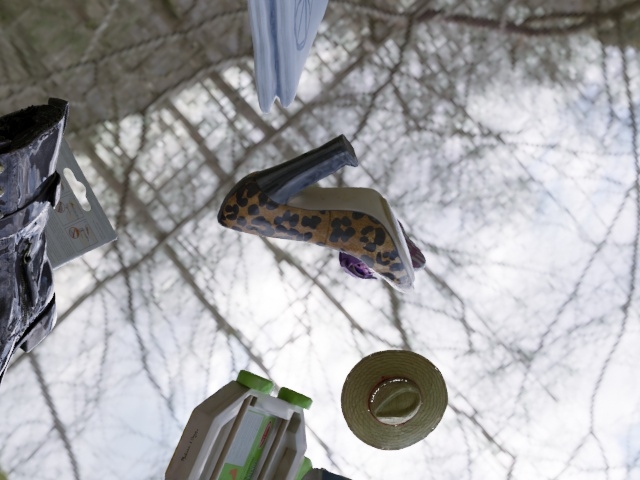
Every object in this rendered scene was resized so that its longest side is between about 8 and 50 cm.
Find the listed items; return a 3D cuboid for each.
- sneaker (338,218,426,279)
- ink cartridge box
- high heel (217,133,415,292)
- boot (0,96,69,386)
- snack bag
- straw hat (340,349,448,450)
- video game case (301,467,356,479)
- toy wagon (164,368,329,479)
[{"bbox_3d":[0.077,0.019,1.657,0.104,0.095,0.236,-47,-163,8],"label":"sneaker"},{"bbox_3d":[-0.328,-0.029,1.267,0.045,0.145,0.179,-27,-177,39],"label":"ink cartridge box"},{"bbox_3d":[0.000,0.000,1.435,0.186,0.261,0.093,-25,-145,11],"label":"high heel"},{"bbox_3d":[-0.285,0.016,0.950,0.263,0.091,0.229,-64,168,-56],"label":"boot"},{"bbox_3d":[-0.014,-0.323,0.885,0.037,0.343,0.323,6,-138,8],"label":"snack bag"},{"bbox_3d":[0.098,0.209,1.499,0.144,0.144,0.061,-42,-179,-1],"label":"straw hat"},{"bbox_3d":[0.110,0.429,1.221,0.036,0.300,0.329,-46,-148,38],"label":"video game case"},{"bbox_3d":[-0.100,0.344,1.727,0.068,0.344,0.267,19,-98,33],"label":"toy wagon"}]
